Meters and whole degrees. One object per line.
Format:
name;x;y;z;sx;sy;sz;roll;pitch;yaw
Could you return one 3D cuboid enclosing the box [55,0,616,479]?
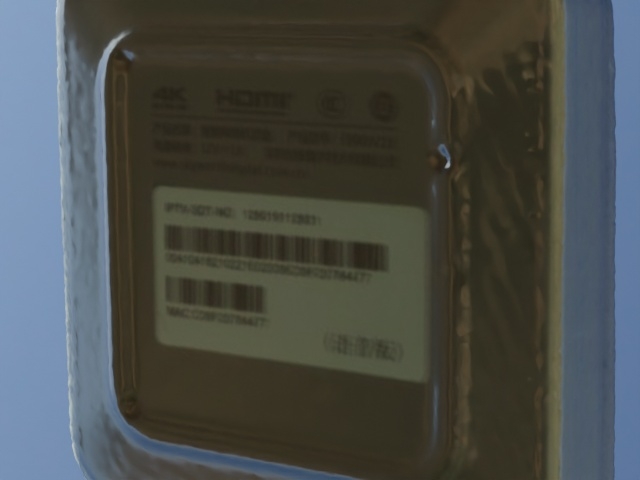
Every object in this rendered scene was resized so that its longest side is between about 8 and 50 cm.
box;-0.001;0.000;1.170;0.396;0.111;0.396;4;-80;35
